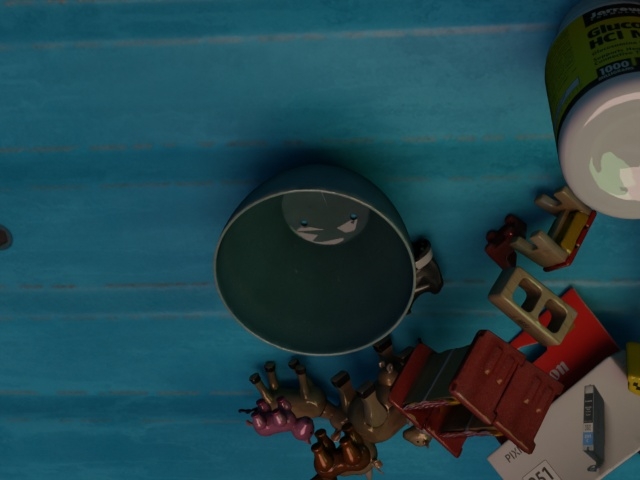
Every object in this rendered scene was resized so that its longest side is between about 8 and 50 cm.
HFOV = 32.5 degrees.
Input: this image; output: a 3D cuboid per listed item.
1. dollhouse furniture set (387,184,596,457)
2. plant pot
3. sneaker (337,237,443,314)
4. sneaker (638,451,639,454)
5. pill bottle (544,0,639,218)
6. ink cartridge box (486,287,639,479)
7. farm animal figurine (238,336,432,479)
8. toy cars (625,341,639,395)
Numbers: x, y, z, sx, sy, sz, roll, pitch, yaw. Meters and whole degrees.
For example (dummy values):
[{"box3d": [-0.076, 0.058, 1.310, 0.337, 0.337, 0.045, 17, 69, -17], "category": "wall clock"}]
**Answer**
[{"box3d": [0.280, 0.123, 1.623, 0.152, 0.374, 0.201, 38, 158, -13], "category": "dollhouse furniture set"}, {"box3d": [0.000, 0.000, 1.638, 0.290, 0.195, 0.290, 3, 123, 5], "category": "plant pot"}, {"box3d": [0.095, 0.089, 1.757, 0.234, 0.078, 0.106, -27, 114, 19], "category": "sneaker"}, {"box3d": [0.534, 0.248, 1.790, 0.295, 0.178, 0.124, 46, 122, 24], "category": "sneaker"}, {"box3d": [0.382, -0.188, 1.387, 0.188, 0.334, 0.188, 3, 124, 4], "category": "pill bottle"}, {"box3d": [0.377, 0.268, 1.759, 0.261, 0.066, 0.296, 53, 124, 18], "category": "ink cartridge box"}, {"box3d": [0.059, 0.294, 1.820, 0.327, 0.330, 0.172, -28, 117, -10], "category": "farm animal figurine"}, {"box3d": [0.630, 0.189, 1.672, 0.394, 0.176, 0.087, -17, 134, -24], "category": "toy cars"}]
